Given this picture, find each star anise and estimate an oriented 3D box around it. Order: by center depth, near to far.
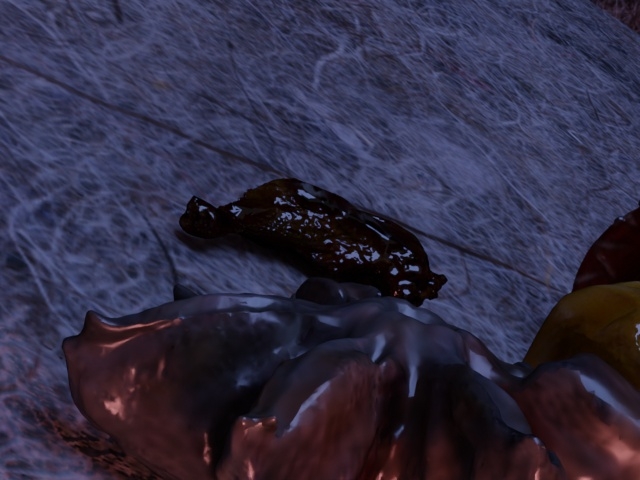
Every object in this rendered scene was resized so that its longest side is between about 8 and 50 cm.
[{"bbox_3d":[0.038,0.102,0.702,0.316,0.139,0.359,4,10,-15],"label":"star anise"}]

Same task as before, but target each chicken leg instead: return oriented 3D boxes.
[{"bbox_3d":[0.000,-0.003,0.997,0.219,0.048,0.089,23,23,-32],"label":"chicken leg"}]

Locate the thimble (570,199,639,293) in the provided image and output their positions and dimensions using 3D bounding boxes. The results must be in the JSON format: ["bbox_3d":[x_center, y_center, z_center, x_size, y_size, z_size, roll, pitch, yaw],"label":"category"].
[{"bbox_3d":[0.283,0.069,1.134,0.125,0.163,0.189,16,38,-44],"label":"thimble"}]

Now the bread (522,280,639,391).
[{"bbox_3d":[0.257,0.108,0.934,0.294,0.166,0.132,2,13,-33],"label":"bread"}]
